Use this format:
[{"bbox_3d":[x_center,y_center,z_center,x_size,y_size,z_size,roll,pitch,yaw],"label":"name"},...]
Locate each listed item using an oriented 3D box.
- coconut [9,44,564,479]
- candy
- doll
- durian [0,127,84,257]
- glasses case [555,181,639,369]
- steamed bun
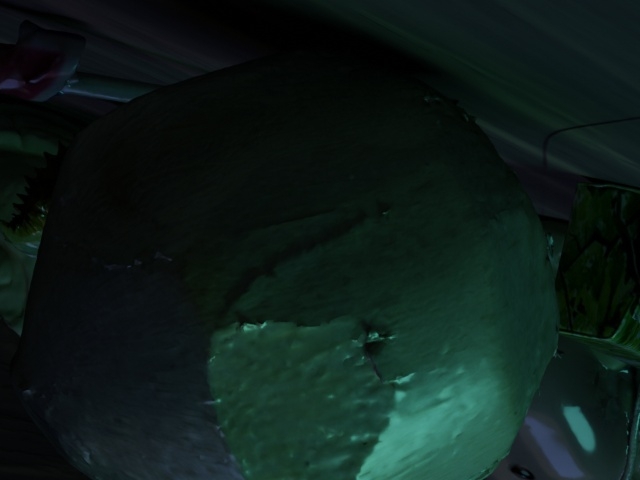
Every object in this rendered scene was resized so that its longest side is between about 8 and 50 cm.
[{"bbox_3d":[-0.026,0.038,0.879,0.247,0.245,0.245,-26,-166,-20],"label":"coconut"},{"bbox_3d":[-0.177,-0.096,1.089,0.365,0.124,0.124,9,178,-12],"label":"candy"},{"bbox_3d":[0.206,0.096,1.441,0.268,0.216,0.284,-5,122,57],"label":"doll"},{"bbox_3d":[-0.121,-0.028,1.423,0.252,0.139,0.144,18,-179,-24],"label":"durian"},{"bbox_3d":[0.230,0.039,1.165,0.062,0.095,0.272,9,174,31],"label":"glasses case"},{"bbox_3d":[-0.256,-0.021,1.719,0.276,0.203,0.289,42,173,-2],"label":"steamed bun"}]
